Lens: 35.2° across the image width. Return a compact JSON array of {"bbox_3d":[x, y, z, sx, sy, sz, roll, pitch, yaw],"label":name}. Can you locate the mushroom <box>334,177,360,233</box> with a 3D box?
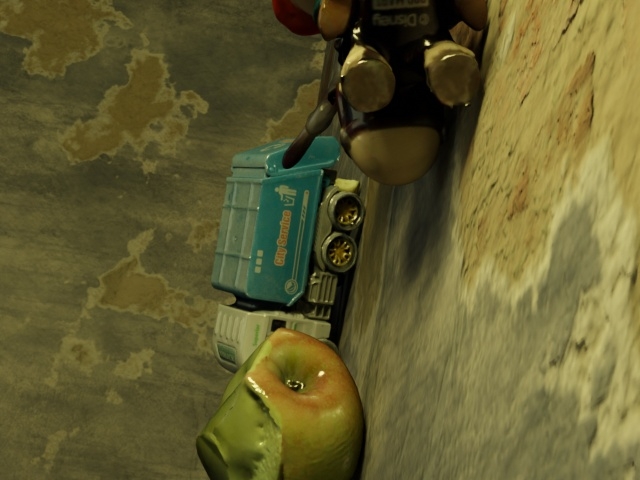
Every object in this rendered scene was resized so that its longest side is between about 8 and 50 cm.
[{"bbox_3d":[0.000,-0.003,1.685,0.333,0.087,0.107,110,166,-47],"label":"mushroom"}]

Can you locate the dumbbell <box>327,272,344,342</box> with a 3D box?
[{"bbox_3d":[0.008,0.101,1.570,0.052,0.046,0.118,123,158,-67],"label":"dumbbell"}]

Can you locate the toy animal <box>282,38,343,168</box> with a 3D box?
[{"bbox_3d":[0.062,-0.242,1.198,0.324,0.090,0.195,-65,8,-24],"label":"toy animal"}]

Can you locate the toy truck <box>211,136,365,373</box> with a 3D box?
[{"bbox_3d":[-0.052,0.028,1.462,0.146,0.175,0.367,5,87,61],"label":"toy truck"}]

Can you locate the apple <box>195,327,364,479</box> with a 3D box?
[{"bbox_3d":[-0.036,0.203,1.086,0.188,0.173,0.207,-49,23,42],"label":"apple"}]

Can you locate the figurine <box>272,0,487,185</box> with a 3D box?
[{"bbox_3d":[0.046,-0.243,0.908,0.306,0.241,0.412,65,-172,-54],"label":"figurine"}]
